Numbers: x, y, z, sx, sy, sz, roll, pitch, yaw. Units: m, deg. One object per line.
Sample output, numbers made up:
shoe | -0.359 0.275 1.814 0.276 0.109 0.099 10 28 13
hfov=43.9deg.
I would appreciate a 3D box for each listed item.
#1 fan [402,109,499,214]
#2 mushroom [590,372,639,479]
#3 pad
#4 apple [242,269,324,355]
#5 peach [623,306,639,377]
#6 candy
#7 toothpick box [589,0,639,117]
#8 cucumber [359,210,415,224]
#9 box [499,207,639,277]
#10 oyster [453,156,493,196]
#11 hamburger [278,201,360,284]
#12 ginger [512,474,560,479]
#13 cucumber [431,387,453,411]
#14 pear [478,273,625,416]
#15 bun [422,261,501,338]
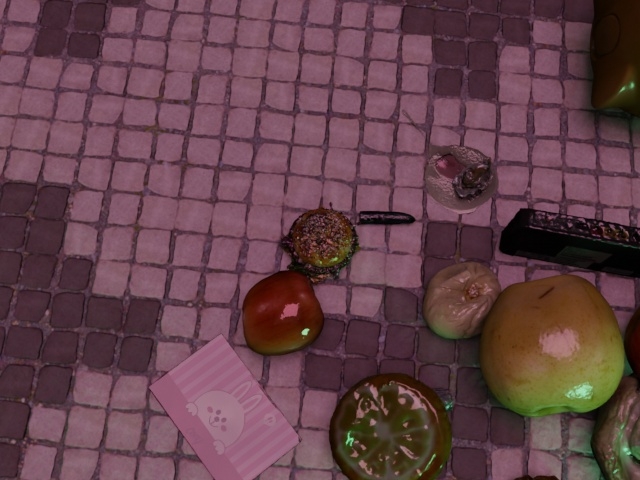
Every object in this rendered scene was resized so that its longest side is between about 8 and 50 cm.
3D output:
fan | 0.295 -0.204 1.921 0.182 0.010 0.310 -37 79 -12
mushroom | 0.647 0.425 1.657 0.164 0.189 0.267 -26 98 6
pad | -0.208 0.377 1.727 0.202 0.005 0.300 -36 77 -12
apple | -0.087 0.164 1.716 0.199 0.199 0.199 1 73 -2
peach | 0.792 0.228 1.683 0.280 0.238 0.281 0 88 13
candy | 0.145 0.401 1.643 0.259 0.118 0.260 1 94 12
toothpick box | 0.838 -0.465 1.825 0.425 0.409 0.409 0 73 -4
cucumber | 0.158 -0.053 1.859 0.133 0.032 0.032 1 73 -1
box | 0.590 0.009 1.763 0.350 0.211 0.058 11 75 2
oyster | 0.367 -0.148 1.894 0.100 0.037 0.098 -14 57 12
hamburger | -0.001 0.004 1.804 0.164 0.093 0.189 36 77 8
ginger | 0.463 0.540 1.666 0.162 0.073 0.103 11 72 2
cucumber | 0.230 0.352 1.722 0.111 0.064 0.064 -8 73 -4
pear | 0.476 0.217 1.649 0.309 0.309 0.309 1 73 -2
bun | 0.317 0.132 1.767 0.188 0.111 0.164 -19 72 -4
